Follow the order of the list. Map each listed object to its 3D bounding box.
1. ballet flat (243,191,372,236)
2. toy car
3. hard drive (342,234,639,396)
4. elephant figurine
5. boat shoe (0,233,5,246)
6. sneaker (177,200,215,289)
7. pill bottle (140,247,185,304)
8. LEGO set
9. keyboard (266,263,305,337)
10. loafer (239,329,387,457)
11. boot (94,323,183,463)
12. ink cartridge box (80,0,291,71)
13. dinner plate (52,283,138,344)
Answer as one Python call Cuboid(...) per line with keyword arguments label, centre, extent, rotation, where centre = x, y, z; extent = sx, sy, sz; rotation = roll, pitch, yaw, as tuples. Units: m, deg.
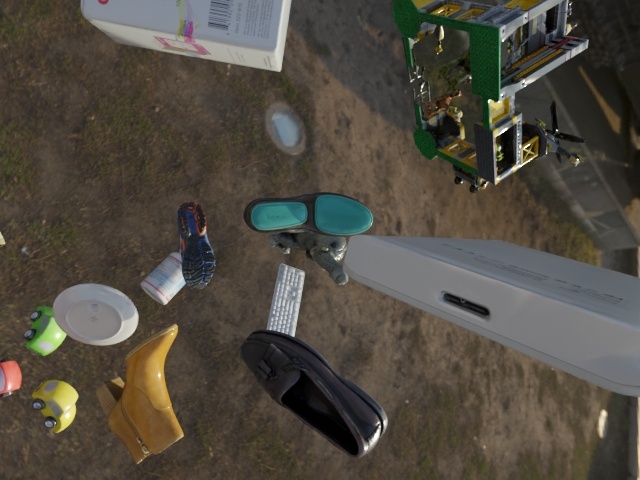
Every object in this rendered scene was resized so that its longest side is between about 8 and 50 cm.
Cuboid(label="ballet flat", centre=(-0.028, -0.061, 0.938), extent=(0.281, 0.096, 0.095), rotation=(3, 97, -19))
Cuboid(label="toy car", centre=(-0.521, 0.217, 0.807), extent=(0.239, 0.053, 0.225), rotation=(65, 10, -49))
Cuboid(label="hard drive", centre=(0.221, 0.045, 0.452), extent=(0.353, 0.233, 0.047), rotation=(0, 106, -49))
Cuboid(label="elephant figurine", centre=(0.000, 0.000, 1.100), extent=(0.186, 0.240, 0.169), rotation=(-62, 165, -12))
Cuboid(label="boat shoe", centre=(-0.760, 0.028, 0.952), extent=(0.135, 0.050, 0.045), rotation=(-36, 91, 2))
Cuboid(label="sneaker", centre=(-0.314, 0.014, 1.086), extent=(0.083, 0.087, 0.221), rotation=(-3, 90, -21))
Cuboid(label="pill bottle", centre=(-0.403, 0.090, 1.184), extent=(0.087, 0.087, 0.160), rotation=(51, 60, -22))
Cuboid(label="LEGO set", centre=(0.266, -0.257, 0.656), extent=(0.192, 0.255, 0.331), rotation=(-32, 125, -12))
Cuboid(label="keyboard", centre=(-0.089, 0.183, 1.037), extent=(0.072, 0.014, 0.256), rotation=(19, 64, -19))
Cuboid(label="loafer", centre=(-0.028, 0.260, 0.760), extent=(0.095, 0.303, 0.109), rotation=(-22, 138, -62))
Cuboid(label="boot", centre=(-0.364, 0.347, 0.970), extent=(0.211, 0.295, 0.104), rotation=(49, 17, 10))
Cuboid(label="ink cartridge box", centre=(-0.081, -0.171, 0.283), extent=(0.123, 0.052, 0.088), rotation=(9, 97, -4))
Cuboid(label="dinner plate", centre=(-0.398, 0.137, 0.765), extent=(0.141, 0.141, 0.017), rotation=(43, 15, -27))
